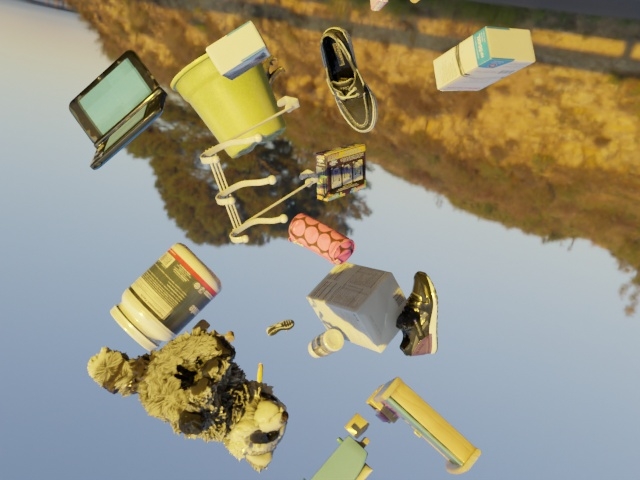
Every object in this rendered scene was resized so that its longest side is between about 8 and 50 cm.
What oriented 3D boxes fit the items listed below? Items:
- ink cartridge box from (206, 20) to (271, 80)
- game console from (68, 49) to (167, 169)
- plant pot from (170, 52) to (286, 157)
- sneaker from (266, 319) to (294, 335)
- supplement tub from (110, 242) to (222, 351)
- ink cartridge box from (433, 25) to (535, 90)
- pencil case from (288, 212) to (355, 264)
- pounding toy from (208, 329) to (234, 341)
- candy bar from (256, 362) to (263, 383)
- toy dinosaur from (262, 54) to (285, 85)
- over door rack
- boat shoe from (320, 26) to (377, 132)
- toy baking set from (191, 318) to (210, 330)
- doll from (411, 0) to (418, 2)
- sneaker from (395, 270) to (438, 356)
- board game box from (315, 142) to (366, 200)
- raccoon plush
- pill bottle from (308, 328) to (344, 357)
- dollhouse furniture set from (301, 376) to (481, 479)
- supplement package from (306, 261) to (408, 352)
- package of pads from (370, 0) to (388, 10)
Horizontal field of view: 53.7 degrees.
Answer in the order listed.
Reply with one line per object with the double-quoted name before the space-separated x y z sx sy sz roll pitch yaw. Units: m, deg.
"ink cartridge box" -0.136 -0.320 1.073 0.088 0.052 0.122 -30 -170 6
"game console" -0.627 -0.397 1.908 0.173 0.293 0.250 46 -165 -28
"plant pot" -0.228 -0.378 1.743 0.276 0.254 0.276 -29 -176 2
"sneaker" -0.148 0.312 2.300 0.109 0.040 0.044 -16 -170 -18
"supplement tub" -0.429 0.158 1.775 0.191 0.272 0.191 43 170 10
"ink cartridge box" 0.401 -0.446 1.570 0.148 0.086 0.203 -7 176 -29
"pencil case" 0.000 0.000 1.906 0.209 0.098 0.095 28 162 36
"pounding toy" -0.439 0.424 2.630 0.181 0.206 0.094 51 -165 -28
"candy bar" -0.195 0.471 2.004 0.018 0.161 0.040 4 163 -6
"toy dinosaur" -0.232 -0.619 2.332 0.121 0.160 0.313 37 176 16
"over door rack" -0.120 -0.173 1.517 0.108 0.239 0.324 14 -137 37
"boat shoe" 0.050 -0.310 1.255 0.078 0.219 0.070 -15 -156 23
"toy baking set" -0.332 0.349 1.674 0.197 0.256 0.030 -15 173 -26
"doll" 0.268 -0.668 1.622 0.129 0.046 0.189 36 -130 0
"sneaker" 0.307 0.244 2.052 0.124 0.283 0.107 -7 -170 -14
"board game box" 0.062 -0.205 1.873 0.170 0.141 0.048 -21 -153 -41
"raccoon plush" -0.269 0.343 1.422 0.446 0.216 0.299 13 150 40
"pill bottle" 0.016 0.357 2.172 0.078 0.078 0.137 4 156 -28
"dollhouse furniture set" 0.107 0.449 1.209 0.198 0.303 0.286 42 166 10
"supplement package" 0.134 0.221 2.165 0.198 0.199 0.263 -46 -148 -25
"package of pads" 0.149 -0.643 1.633 0.032 0.083 0.050 1 168 -26
